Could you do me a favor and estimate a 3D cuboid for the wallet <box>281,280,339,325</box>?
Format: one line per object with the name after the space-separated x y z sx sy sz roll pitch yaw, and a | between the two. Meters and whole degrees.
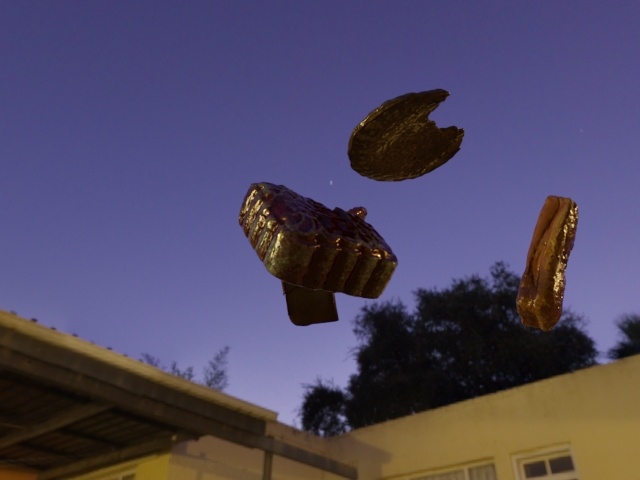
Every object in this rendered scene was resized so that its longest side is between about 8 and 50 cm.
-0.036 0.093 1.337 0.137 0.255 0.031 -9 2 2 | wallet

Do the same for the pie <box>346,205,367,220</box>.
0.067 -0.036 1.426 0.154 0.036 0.154 -36 -16 -12 | pie

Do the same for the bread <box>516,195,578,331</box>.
0.658 0.064 1.480 0.109 0.380 0.185 8 -24 37 | bread

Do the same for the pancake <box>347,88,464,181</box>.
0.191 -0.216 1.108 0.289 0.033 0.286 -3 -31 -26 | pancake

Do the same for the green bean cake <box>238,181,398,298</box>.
0.000 0.000 0.853 0.233 0.198 0.097 15 -68 -29 | green bean cake
